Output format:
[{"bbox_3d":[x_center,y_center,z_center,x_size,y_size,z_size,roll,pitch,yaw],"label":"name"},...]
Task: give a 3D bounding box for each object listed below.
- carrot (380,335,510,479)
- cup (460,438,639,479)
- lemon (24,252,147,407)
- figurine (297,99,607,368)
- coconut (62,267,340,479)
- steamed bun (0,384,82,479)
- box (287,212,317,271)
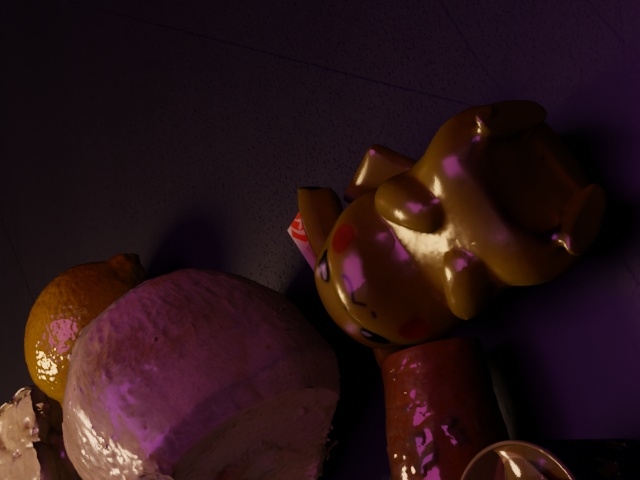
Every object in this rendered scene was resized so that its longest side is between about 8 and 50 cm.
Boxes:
[{"bbox_3d":[0.124,0.245,0.949,0.138,0.138,0.302,-30,70,44],"label":"carrot"},{"bbox_3d":[0.218,0.228,0.836,0.176,0.155,0.131,38,116,42],"label":"cup"},{"bbox_3d":[-0.298,0.127,1.415,0.187,0.186,0.244,43,114,41],"label":"lemon"},{"bbox_3d":[0.098,-0.007,0.975,0.326,0.169,0.218,-35,86,36],"label":"figurine"},{"bbox_3d":[-0.137,0.168,1.154,0.254,0.297,0.297,44,120,38],"label":"coconut"},{"bbox_3d":[-0.429,0.328,1.618,0.192,0.106,0.178,-42,53,29],"label":"steamed bun"},{"bbox_3d":[0.000,0.000,1.204,0.093,0.015,0.058,57,130,33],"label":"box"}]
